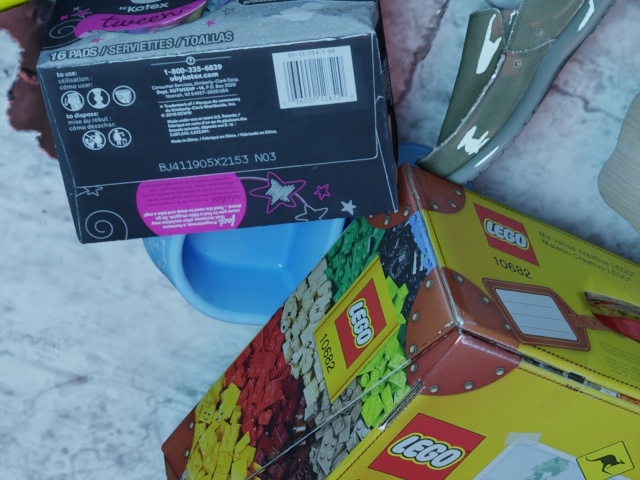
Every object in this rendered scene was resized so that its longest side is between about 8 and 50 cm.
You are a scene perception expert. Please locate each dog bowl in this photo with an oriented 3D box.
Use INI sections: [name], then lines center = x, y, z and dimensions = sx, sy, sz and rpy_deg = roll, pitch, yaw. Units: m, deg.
[dog bowl]
center = 0.000, 0.000, 1.586
dimensions = 0.297, 0.074, 0.166
rpy_deg = 6, 118, -16

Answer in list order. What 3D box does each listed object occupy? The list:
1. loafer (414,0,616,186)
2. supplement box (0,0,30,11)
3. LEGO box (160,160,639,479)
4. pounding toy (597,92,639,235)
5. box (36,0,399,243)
[loafer]
center = 0.149, -0.148, 1.531
dimensions = 0.087, 0.094, 0.251
rpy_deg = 36, 91, -2
[supplement box]
center = -0.149, -0.281, 1.277
dimensions = 0.356, 0.195, 0.194
rpy_deg = -20, 100, 2
[LEGO box]
center = 0.177, 0.200, 1.609
dimensions = 0.500, 0.193, 0.372
rpy_deg = 23, 123, -30
[pounding toy]
center = 0.341, -0.013, 1.542
dimensions = 0.269, 0.155, 0.154
rpy_deg = 48, 124, 9
[box]
center = -0.071, -0.112, 1.437
dimensions = 0.247, 0.142, 0.163
rpy_deg = -6, 123, 4
